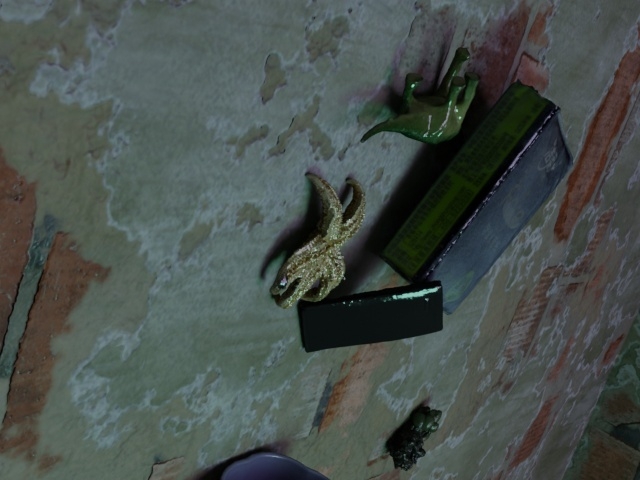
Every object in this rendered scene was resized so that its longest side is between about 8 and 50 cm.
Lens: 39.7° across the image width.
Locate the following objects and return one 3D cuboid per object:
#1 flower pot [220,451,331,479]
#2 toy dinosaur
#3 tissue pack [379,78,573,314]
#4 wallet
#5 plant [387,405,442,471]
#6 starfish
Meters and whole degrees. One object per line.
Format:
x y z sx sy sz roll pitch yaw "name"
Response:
-0.100 0.539 1.512 0.265 0.265 0.243 -3 129 -54 "flower pot"
0.179 -0.171 1.513 0.447 0.087 0.301 -29 152 -36 "toy dinosaur"
0.294 -0.067 1.632 0.394 0.124 0.288 -52 155 -1 "tissue pack"
0.089 0.134 1.507 0.244 0.025 0.124 -9 133 -3 "wallet"
0.215 0.448 2.024 0.174 0.085 0.087 -49 170 -29 "plant"
0.002 0.000 1.390 0.238 0.071 0.216 -53 153 -25 "starfish"
